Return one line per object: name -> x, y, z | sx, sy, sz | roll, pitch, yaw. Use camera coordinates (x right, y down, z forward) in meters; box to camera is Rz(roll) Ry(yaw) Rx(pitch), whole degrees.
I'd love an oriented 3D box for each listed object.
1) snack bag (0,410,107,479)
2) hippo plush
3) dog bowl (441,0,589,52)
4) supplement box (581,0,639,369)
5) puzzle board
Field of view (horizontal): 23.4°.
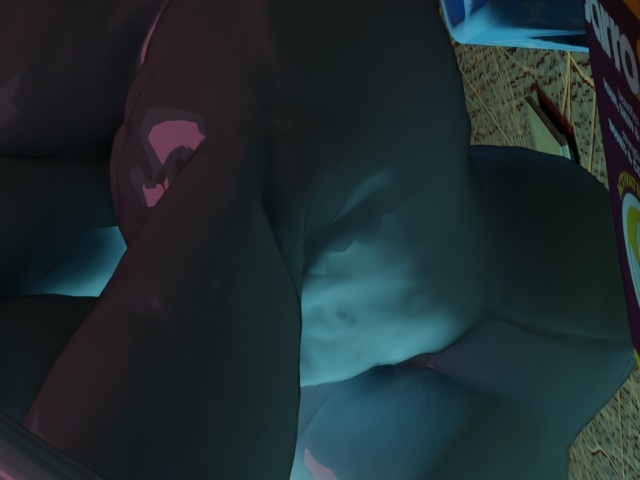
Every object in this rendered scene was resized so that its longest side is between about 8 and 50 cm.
snack bag -> 0.012, 0.175, 0.370 | 0.323, 0.037, 0.342 | 20, 139, 49
hippo plush -> 0.000, 0.000, 0.570 | 0.236, 0.294, 0.234 | 30, 177, -43
dog bowl -> 0.089, -0.158, 0.642 | 0.297, 0.074, 0.166 | -98, 1, -85
supplement box -> 0.127, -0.021, 0.422 | 0.104, 0.081, 0.188 | -102, -2, -60
puzzle board -> 0.170, -0.043, 1.093 | 0.128, 0.011, 0.096 | -100, -6, -70
